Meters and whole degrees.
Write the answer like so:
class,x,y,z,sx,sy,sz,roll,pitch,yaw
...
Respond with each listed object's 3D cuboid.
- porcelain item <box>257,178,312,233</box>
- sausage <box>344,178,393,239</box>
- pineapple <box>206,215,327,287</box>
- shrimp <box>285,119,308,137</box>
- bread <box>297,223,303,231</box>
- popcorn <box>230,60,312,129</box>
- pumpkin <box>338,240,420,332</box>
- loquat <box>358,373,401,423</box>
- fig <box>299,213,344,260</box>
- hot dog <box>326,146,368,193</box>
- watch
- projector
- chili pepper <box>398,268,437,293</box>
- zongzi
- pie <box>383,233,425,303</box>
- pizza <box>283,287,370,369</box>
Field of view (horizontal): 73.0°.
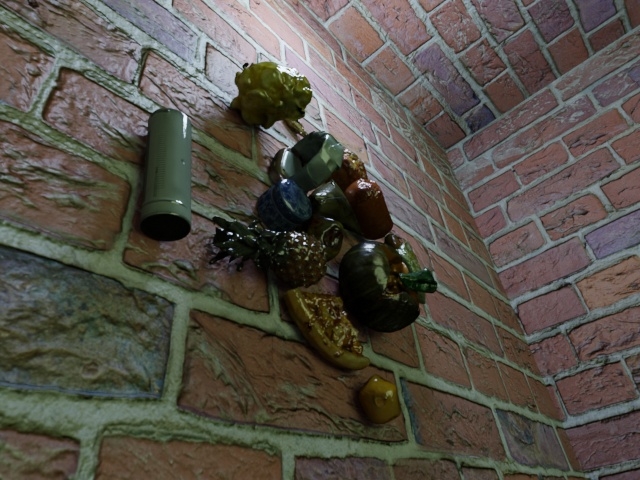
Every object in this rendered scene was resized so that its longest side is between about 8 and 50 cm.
class,x,y,z,sx,sy,sz,roll,pitch,yaw
porcelain item,-0.105,-0.105,1.317,0.147,0.114,0.147,35,36,-32
sausage,0.188,-0.114,1.681,0.153,0.141,0.268,-113,176,-55
pineapple,-0.138,0.019,1.113,0.365,0.166,0.165,21,45,-43
shrimp,-0.097,-0.468,1.769,0.162,0.045,0.095,45,10,-11
bread,-0.040,-0.042,1.423,0.110,0.044,0.083,52,31,-14
popcorn,-0.167,-0.505,1.489,0.286,0.252,0.215,-2,76,-51
pumpkin,0.192,0.150,1.434,0.320,0.192,0.320,38,35,-34
loquat,0.169,0.440,1.203,0.137,0.113,0.137,52,7,-9
fig,0.000,0.000,1.339,0.144,0.165,0.154,-22,58,-28
hot dog,0.098,-0.280,1.749,0.256,0.153,0.150,51,30,-10
watch,-0.038,-0.264,1.442,0.162,0.241,0.253,38,34,-27
projector,-0.356,-0.161,1.006,0.108,0.108,0.337,26,41,-42
chili pepper,0.300,0.123,1.376,0.227,0.059,0.088,14,48,-53
zongzi,0.052,-0.082,1.531,0.242,0.112,0.221,55,28,-5
pie,0.331,0.123,1.670,0.274,0.106,0.257,-113,-176,-65
pizza,0.031,0.229,1.229,0.335,0.086,0.226,46,33,-16
